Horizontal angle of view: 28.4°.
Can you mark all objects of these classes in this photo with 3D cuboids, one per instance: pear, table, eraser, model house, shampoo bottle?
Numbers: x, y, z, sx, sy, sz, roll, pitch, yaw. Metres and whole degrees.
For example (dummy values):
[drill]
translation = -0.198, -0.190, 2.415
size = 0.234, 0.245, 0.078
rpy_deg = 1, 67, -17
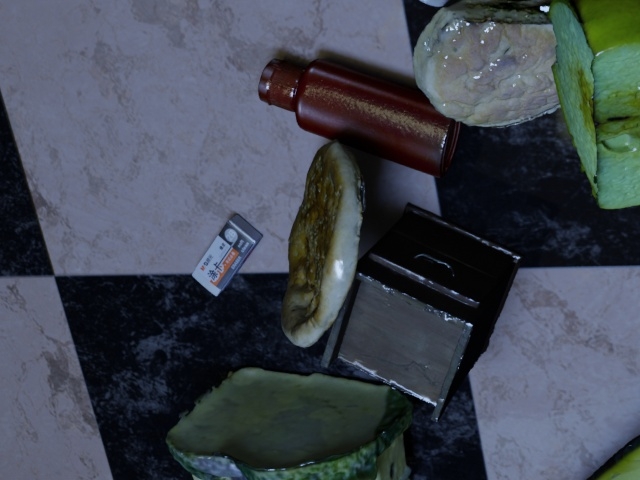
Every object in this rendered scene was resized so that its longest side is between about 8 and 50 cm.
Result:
[pear]
translation = 0.382, -0.186, 1.340
size = 0.293, 0.159, 0.292
rpy_deg = -2, 144, -1
[table]
translation = 0.130, 0.085, 1.604
size = 0.169, 0.193, 0.172
rpy_deg = 25, 122, 15
[eraser]
translation = -0.134, 0.022, 1.809
size = 0.052, 0.029, 0.122
rpy_deg = 41, 124, 5
[model house]
translation = -0.034, 0.350, 1.776
size = 0.321, 0.261, 0.266
rpy_deg = 5, 117, 30
[shampoo bottle]
translation = 0.048, -0.166, 1.608
size = 0.260, 0.064, 0.102
rpy_deg = 21, 122, 18

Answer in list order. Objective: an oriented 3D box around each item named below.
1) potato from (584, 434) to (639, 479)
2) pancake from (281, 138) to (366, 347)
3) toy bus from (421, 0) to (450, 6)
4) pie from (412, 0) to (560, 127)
[potato]
translation = 0.457, 0.399, 1.601
size = 0.280, 0.213, 0.330
rpy_deg = -35, 67, 58
[pancake]
translation = 0.001, 0.001, 1.595
size = 0.049, 0.282, 0.282
rpy_deg = 9, 122, -14
[toy bus]
translation = 0.098, -0.371, 1.441
size = 0.202, 0.142, 0.142
rpy_deg = 33, 124, 11
[pie]
translation = 0.215, -0.199, 1.469
size = 0.218, 0.052, 0.185
rpy_deg = 1, 134, -7
